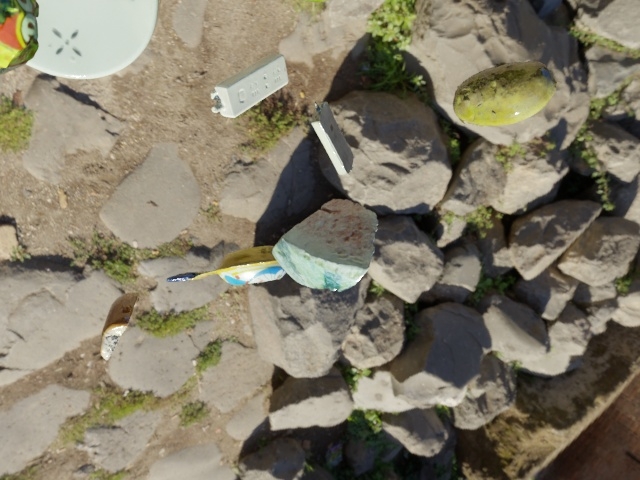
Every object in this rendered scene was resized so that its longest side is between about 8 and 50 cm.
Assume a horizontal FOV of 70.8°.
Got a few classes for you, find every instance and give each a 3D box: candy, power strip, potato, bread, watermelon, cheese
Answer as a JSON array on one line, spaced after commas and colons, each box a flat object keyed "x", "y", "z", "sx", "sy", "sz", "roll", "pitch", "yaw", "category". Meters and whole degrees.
[{"x": -0.362, "y": -0.150, "z": 0.350, "sx": 0.305, "sy": 0.083, "sz": 0.091, "roll": -10, "pitch": 112, "yaw": 10, "category": "candy"}, {"x": -0.473, "y": -0.503, "z": 0.862, "sx": 0.357, "sy": 0.161, "sz": 0.358, "roll": -8, "pitch": 123, "yaw": -13, "category": "power strip"}, {"x": 0.447, "y": -0.356, "z": 1.103, "sx": 0.113, "sy": 0.251, "sz": 0.150, "roll": 9, "pitch": 80, "yaw": -55, "category": "potato"}, {"x": -0.403, "y": 0.164, "z": 0.888, "sx": 0.044, "sy": 0.129, "sz": 0.126, "roll": 24, "pitch": 94, "yaw": -23, "category": "bread"}, {"x": -0.210, "y": -0.472, "z": 1.368, "sx": 0.338, "sy": 0.058, "sz": 0.098, "roll": -48, "pitch": 144, "yaw": -37, "category": "power strip"}, {"x": -0.007, "y": 0.007, "z": 0.538, "sx": 0.081, "sy": 0.180, "sz": 0.094, "roll": 51, "pitch": 49, "yaw": -18, "category": "watermelon"}, {"x": -0.171, "y": 0.057, "z": 0.921, "sx": 0.270, "sy": 0.177, "sz": 0.069, "roll": -8, "pitch": 86, "yaw": -4, "category": "cheese"}, {"x": 0.030, "y": -0.261, "z": 1.151, "sx": 0.227, "sy": 0.029, "sz": 0.080, "roll": 56, "pitch": 40, "yaw": -43, "category": "power strip"}]
